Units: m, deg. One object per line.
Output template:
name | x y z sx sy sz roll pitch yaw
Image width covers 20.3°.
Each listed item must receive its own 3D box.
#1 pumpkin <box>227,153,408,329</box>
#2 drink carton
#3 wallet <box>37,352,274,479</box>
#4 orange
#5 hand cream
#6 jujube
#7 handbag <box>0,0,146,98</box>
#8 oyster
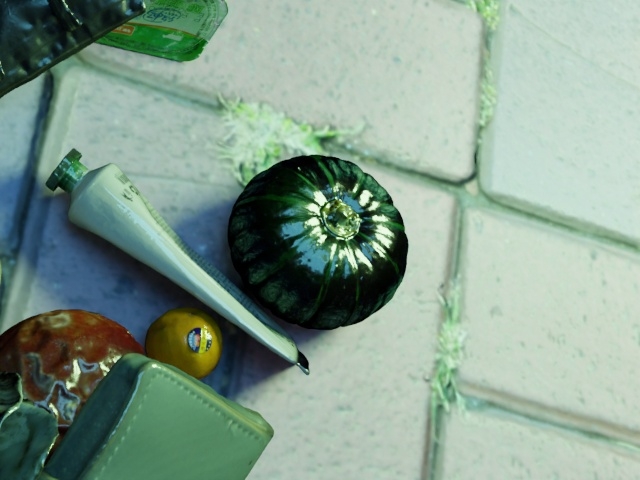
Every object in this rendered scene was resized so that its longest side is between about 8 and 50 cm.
pumpkin | 0.000 0.000 1.918 0.202 0.140 0.202 11 64 -24
drink carton | -0.179 -0.303 1.966 0.146 0.144 0.142 13 58 -20
wallet | -0.198 0.278 1.594 0.083 0.252 0.360 30 84 34
orange | -0.141 0.108 1.840 0.084 0.083 0.083 10 65 -21
hand cream | -0.142 0.028 1.865 0.336 0.121 0.076 39 95 -2
jujube | -0.250 0.185 1.696 0.183 0.183 0.243 19 64 -17
handbag | -0.336 -0.255 1.860 0.254 0.089 0.211 -33 84 0
oyster | -0.369 0.189 1.581 0.162 0.351 0.158 -42 120 -39
